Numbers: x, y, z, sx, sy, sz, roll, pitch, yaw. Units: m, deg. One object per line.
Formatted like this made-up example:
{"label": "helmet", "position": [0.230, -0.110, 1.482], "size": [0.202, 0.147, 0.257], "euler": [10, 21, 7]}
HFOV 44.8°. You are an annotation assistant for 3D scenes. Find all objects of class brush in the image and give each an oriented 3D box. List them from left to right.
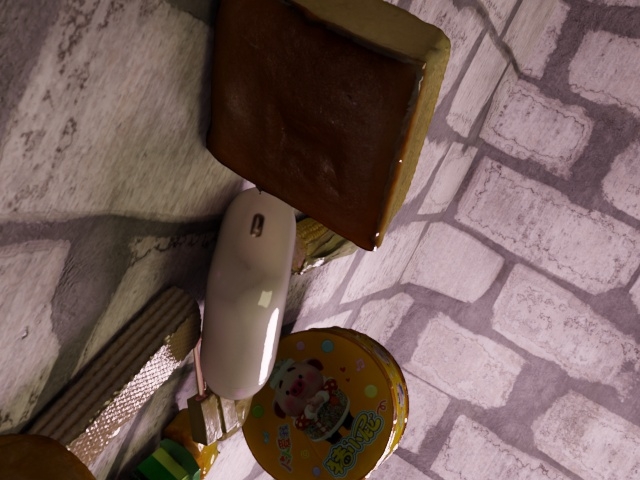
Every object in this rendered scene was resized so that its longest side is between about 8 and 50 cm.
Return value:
{"label": "brush", "position": [-0.235, 0.299, 1.618], "size": [0.103, 0.047, 0.234], "euler": [-29, 118, -52]}

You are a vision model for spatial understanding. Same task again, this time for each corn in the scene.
{"label": "corn", "position": [0.001, 0.005, 1.764], "size": [0.305, 0.123, 0.122], "euler": [-24, 145, -59]}

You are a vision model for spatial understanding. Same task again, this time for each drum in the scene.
{"label": "drum", "position": [0.012, 0.434, 2.020], "size": [0.431, 0.431, 0.214], "euler": [-60, 163, 2]}

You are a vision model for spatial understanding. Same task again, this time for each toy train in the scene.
{"label": "toy train", "position": [-0.359, 0.569, 1.658], "size": [0.202, 0.120, 0.301], "euler": [-36, 152, -36]}

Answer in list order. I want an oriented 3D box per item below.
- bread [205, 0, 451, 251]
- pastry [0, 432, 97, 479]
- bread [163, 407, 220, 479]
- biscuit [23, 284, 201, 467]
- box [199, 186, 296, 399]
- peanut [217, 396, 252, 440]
{"label": "bread", "position": [-0.003, -0.190, 1.087], "size": [0.143, 0.323, 0.333], "euler": [-44, 156, -40]}
{"label": "pastry", "position": [-0.407, 0.421, 0.974], "size": [0.356, 0.356, 0.164], "euler": [-60, 153, 1]}
{"label": "bread", "position": [-0.291, 0.461, 1.744], "size": [0.094, 0.102, 0.246], "euler": [-57, 166, -32]}
{"label": "biscuit", "position": [-0.351, 0.261, 1.265], "size": [0.426, 0.078, 0.144], "euler": [-48, 161, -32]}
{"label": "box", "position": [-0.130, 0.097, 1.398], "size": [0.289, 0.141, 0.349], "euler": [-85, -174, -46]}
{"label": "peanut", "position": [-0.199, 0.351, 1.781], "size": [0.125, 0.111, 0.275], "euler": [-59, 171, -67]}
